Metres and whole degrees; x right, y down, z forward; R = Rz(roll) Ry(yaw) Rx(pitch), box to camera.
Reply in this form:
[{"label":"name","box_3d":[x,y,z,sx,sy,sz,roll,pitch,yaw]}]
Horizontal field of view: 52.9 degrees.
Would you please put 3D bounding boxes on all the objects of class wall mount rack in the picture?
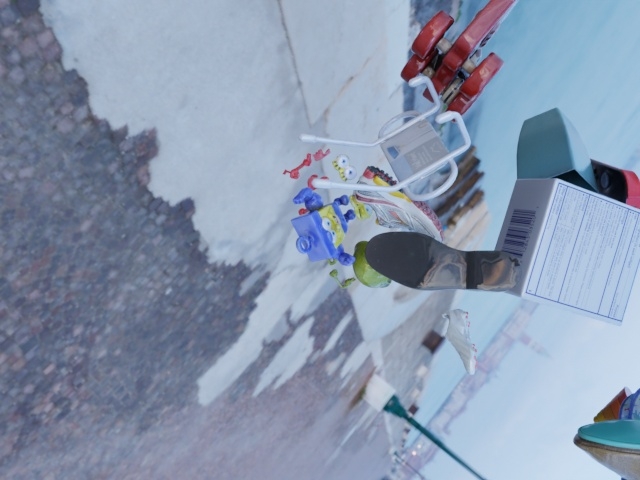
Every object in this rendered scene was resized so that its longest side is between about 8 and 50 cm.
[{"label":"wall mount rack","box_3d":[0.127,-0.196,1.313,0.304,0.350,0.130,-29,123,10]}]

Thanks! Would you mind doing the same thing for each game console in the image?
[{"label":"game console","box_3d":[0.791,-0.031,1.843,0.342,0.060,0.386,-110,-161,-73]}]

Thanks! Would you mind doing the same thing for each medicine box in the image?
[{"label":"medicine box","box_3d":[0.561,0.024,1.454,0.149,0.289,0.263,-162,-92,-71]}]

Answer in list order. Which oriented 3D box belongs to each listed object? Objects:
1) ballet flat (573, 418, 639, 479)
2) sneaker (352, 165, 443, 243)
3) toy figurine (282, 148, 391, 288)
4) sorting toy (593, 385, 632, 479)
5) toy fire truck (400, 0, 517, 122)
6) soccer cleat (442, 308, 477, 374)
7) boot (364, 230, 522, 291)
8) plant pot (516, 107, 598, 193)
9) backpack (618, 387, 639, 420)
[{"label":"ballet flat","box_3d":[0.556,0.327,0.970,0.116,0.342,0.124,-135,-142,-81]},{"label":"sneaker","box_3d":[0.166,-0.061,1.361,0.093,0.225,0.088,-52,-175,20]},{"label":"toy figurine","box_3d":[0.000,0.000,1.446,0.191,0.362,0.217,-14,-163,34]},{"label":"sorting toy","box_3d":[0.775,0.529,1.669,0.126,0.127,0.365,-31,-170,29]},{"label":"toy fire truck","box_3d":[0.320,-0.413,1.365,0.254,0.169,0.302,-47,176,-10]},{"label":"soccer cleat","box_3d":[0.389,0.284,1.798,0.068,0.076,0.196,75,9,-56]},{"label":"boot","box_3d":[0.241,0.055,1.303,0.115,0.305,0.112,47,54,-78]},{"label":"plant pot","box_3d":[0.654,-0.240,1.816,0.165,0.234,0.165,-20,147,38]},{"label":"backpack","box_3d":[0.593,0.319,1.163,0.105,0.084,0.114,-18,109,-36]}]
